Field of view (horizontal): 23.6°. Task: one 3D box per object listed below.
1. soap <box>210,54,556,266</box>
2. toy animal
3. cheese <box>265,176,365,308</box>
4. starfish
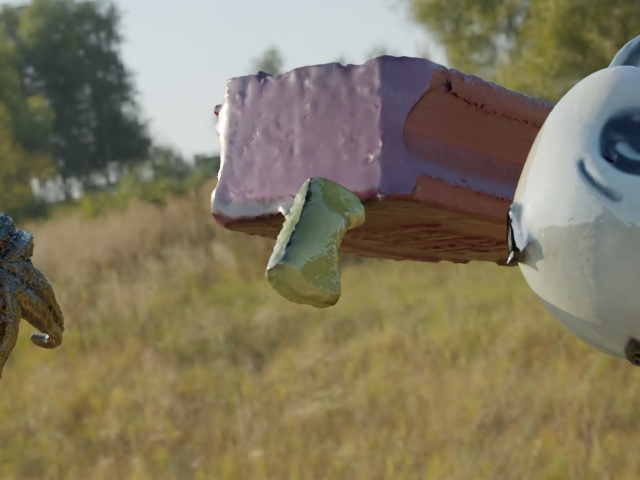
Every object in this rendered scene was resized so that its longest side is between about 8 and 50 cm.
[{"bbox_3d":[0.071,-0.046,0.983,0.162,0.099,0.250,-10,-13,41],"label":"soap"},{"bbox_3d":[0.183,-0.016,0.740,0.179,0.166,0.138,-37,-15,-41],"label":"toy animal"},{"bbox_3d":[0.000,0.000,0.820,0.030,0.044,0.083,-48,14,42],"label":"cheese"},{"bbox_3d":[-0.236,0.043,1.063,0.074,0.146,0.190,-24,-41,23],"label":"starfish"}]
